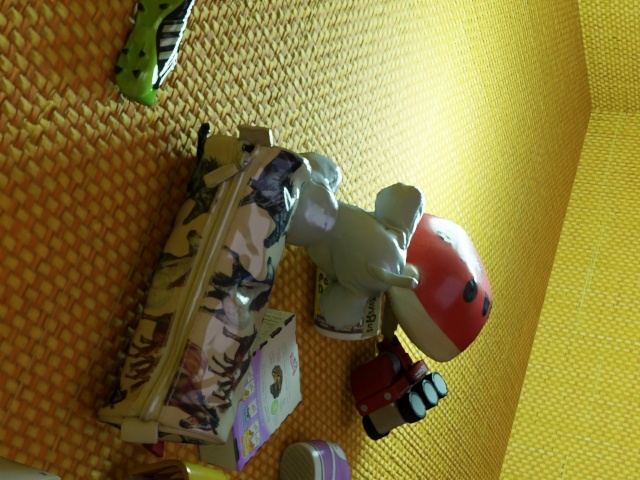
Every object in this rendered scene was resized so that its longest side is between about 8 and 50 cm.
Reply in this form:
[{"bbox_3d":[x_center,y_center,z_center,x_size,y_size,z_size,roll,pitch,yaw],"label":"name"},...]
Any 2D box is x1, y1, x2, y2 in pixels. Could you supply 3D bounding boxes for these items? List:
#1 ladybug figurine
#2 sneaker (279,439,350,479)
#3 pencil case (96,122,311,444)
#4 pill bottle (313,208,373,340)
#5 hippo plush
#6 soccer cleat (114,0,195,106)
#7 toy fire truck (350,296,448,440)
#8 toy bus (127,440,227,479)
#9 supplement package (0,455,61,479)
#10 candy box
[{"bbox_3d":[0.228,0.077,1.765,0.449,0.162,0.305,10,59,-74],"label":"ladybug figurine"},{"bbox_3d":[-0.004,0.493,1.608,0.161,0.102,0.282,14,84,-59],"label":"sneaker"},{"bbox_3d":[-0.139,0.061,1.136,0.183,0.160,0.410,58,47,-65],"label":"pencil case"},{"bbox_3d":[0.051,0.056,1.579,0.117,0.117,0.214,-21,116,-61],"label":"pill bottle"},{"bbox_3d":[0.000,0.000,1.371,0.234,0.237,0.294,-55,-170,34],"label":"hippo plush"},{"bbox_3d":[-0.186,-0.242,1.069,0.072,0.060,0.178,55,55,-68],"label":"soccer cleat"},{"bbox_3d":[0.141,0.239,1.836,0.246,0.159,0.217,61,27,5],"label":"toy fire truck"},{"bbox_3d":[-0.160,0.337,1.165,0.202,0.104,0.190,-73,144,-64],"label":"toy bus"},{"bbox_3d":[-0.335,0.307,0.876,0.105,0.105,0.179,13,87,-64],"label":"supplement package"},{"bbox_3d":[-0.106,0.216,1.362,0.196,0.070,0.164,-40,133,-53],"label":"candy box"}]
